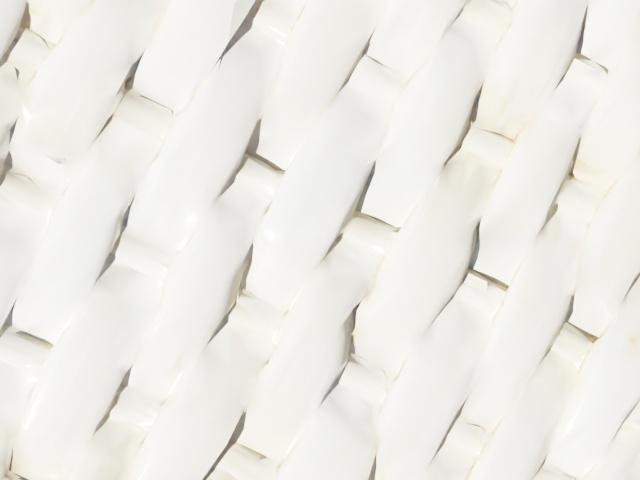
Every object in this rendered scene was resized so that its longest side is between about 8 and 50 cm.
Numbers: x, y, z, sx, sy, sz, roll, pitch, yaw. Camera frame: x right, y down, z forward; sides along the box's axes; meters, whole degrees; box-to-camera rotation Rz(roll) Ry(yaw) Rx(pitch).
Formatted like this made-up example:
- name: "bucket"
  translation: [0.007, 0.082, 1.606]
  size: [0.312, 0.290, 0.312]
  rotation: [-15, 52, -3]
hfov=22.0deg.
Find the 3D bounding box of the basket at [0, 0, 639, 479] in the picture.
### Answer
- name: "basket"
  translation: [0.000, 0.000, 0.535]
  size: [0.328, 0.266, 0.331]
  rotation: [30, 92, -16]
